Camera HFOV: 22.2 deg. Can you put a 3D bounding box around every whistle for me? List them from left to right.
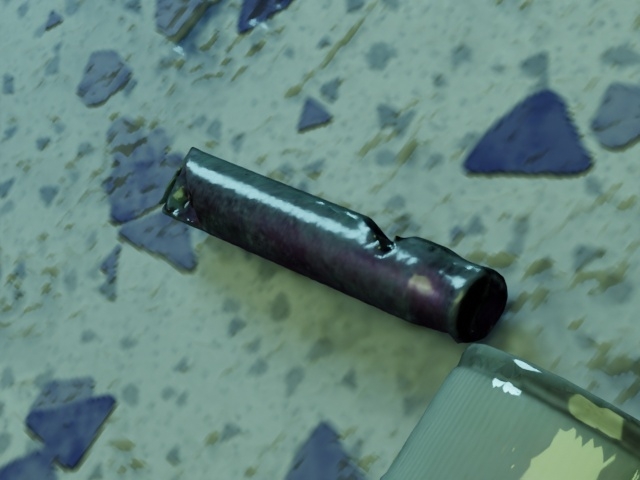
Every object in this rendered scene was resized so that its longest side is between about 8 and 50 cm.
[{"bbox_3d":[0.000,0.000,0.661,0.176,0.033,0.033,23,80,38],"label":"whistle"}]

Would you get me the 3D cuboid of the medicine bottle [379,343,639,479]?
[{"bbox_3d":[0.029,0.169,0.481,0.143,0.143,0.258,28,84,39],"label":"medicine bottle"}]
